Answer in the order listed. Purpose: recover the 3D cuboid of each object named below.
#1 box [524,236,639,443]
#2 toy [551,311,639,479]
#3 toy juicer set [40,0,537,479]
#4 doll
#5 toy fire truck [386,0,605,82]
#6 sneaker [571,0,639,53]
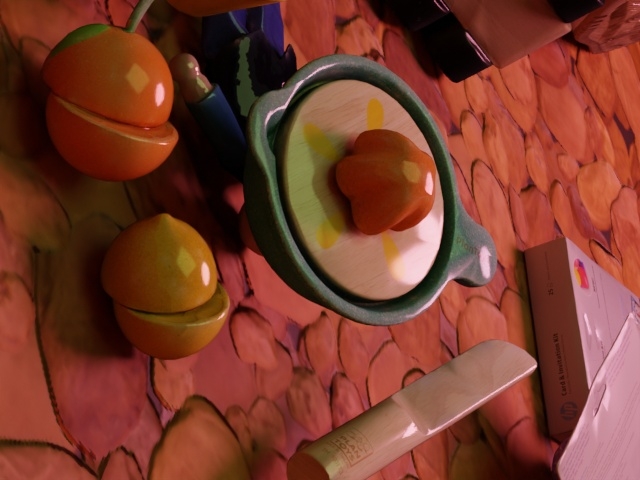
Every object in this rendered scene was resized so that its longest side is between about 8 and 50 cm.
[{"bbox_3d":[0.214,0.097,1.279,0.186,0.038,0.145,34,45,-51],"label":"box"},{"bbox_3d":[0.192,0.177,1.154,0.137,0.056,0.237,-58,134,-38],"label":"toy"},{"bbox_3d":[0.000,0.000,0.829,0.329,0.089,0.209,55,47,-20],"label":"toy juicer set"},{"bbox_3d":[-0.037,-0.083,0.914,0.129,0.046,0.189,12,69,-61],"label":"doll"},{"bbox_3d":[0.097,-0.272,1.198,0.217,0.158,0.246,44,26,-42],"label":"toy fire truck"},{"bbox_3d":[0.234,-0.244,1.425,0.282,0.099,0.153,3,71,-83],"label":"sneaker"}]
